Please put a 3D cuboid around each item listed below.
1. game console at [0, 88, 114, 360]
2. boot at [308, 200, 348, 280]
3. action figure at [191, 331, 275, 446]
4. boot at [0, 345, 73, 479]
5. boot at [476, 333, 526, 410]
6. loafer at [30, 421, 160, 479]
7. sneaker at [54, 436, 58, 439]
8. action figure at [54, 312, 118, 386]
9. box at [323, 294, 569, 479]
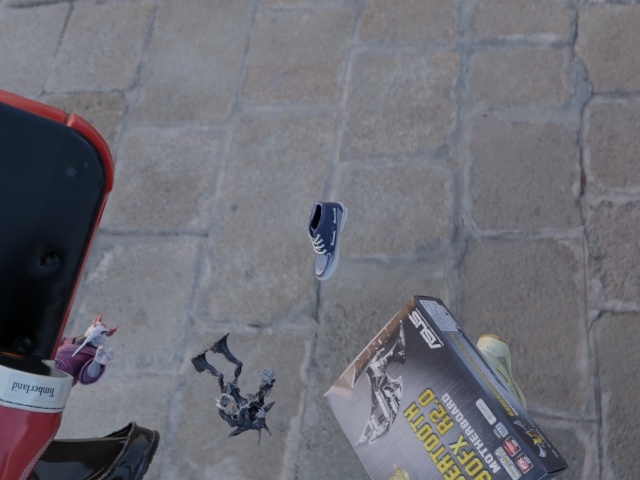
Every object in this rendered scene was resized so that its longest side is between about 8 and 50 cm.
[{"bbox_3d":[-0.412,0.022,0.671,0.060,0.342,0.386,32,103,66],"label":"game console"},{"bbox_3d":[0.000,0.000,1.582,0.069,0.086,0.190,18,100,42],"label":"boot"},{"bbox_3d":[-0.201,0.375,1.703,0.164,0.141,0.275,-33,82,-34],"label":"action figure"},{"bbox_3d":[-0.281,0.177,0.565,0.244,0.088,0.176,-1,72,61],"label":"boot"},{"bbox_3d":[0.360,0.363,1.479,0.095,0.262,0.203,2,31,36],"label":"boot"},{"bbox_3d":[-0.252,0.229,0.661,0.220,0.078,0.080,-30,20,17],"label":"loafer"},{"bbox_3d":[-0.522,0.352,1.194,0.058,0.152,0.084,-36,19,8],"label":"sneaker"},{"bbox_3d":[-0.579,0.308,1.491,0.248,0.275,0.370,29,48,24],"label":"action figure"},{"bbox_3d":[0.123,0.204,0.751,0.183,0.056,0.231,-51,53,25],"label":"box"}]
